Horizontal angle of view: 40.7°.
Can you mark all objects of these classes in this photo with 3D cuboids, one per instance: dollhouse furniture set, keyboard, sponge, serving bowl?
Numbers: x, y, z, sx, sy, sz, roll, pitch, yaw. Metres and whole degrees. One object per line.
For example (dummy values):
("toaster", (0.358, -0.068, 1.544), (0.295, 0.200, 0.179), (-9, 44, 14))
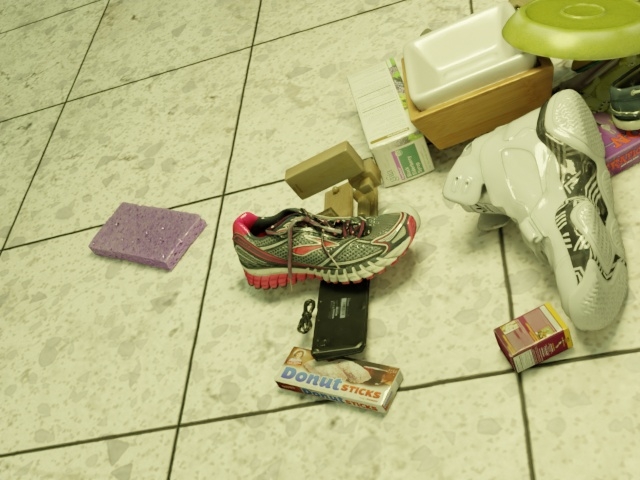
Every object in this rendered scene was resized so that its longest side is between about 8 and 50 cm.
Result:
("dollhouse furniture set", (0.025, -0.105, 1.388), (0.144, 0.151, 0.123), (-24, 39, 25))
("keyboard", (0.020, 0.109, 1.277), (0.108, 0.023, 0.180), (-9, 35, 13))
("sponge", (-0.321, -0.010, 1.590), (0.210, 0.031, 0.117), (10, 54, 34))
("serving bowl", (0.117, -0.031, 1.379), (0.083, 0.027, 0.083), (-15, 43, 15))

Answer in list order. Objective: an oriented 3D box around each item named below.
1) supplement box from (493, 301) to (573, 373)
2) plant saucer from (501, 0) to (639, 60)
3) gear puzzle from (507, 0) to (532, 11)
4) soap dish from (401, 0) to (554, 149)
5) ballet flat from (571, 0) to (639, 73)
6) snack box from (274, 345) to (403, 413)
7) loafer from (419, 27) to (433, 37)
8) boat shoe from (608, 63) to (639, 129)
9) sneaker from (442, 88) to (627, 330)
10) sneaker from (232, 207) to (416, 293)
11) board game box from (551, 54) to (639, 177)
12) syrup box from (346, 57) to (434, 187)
("supplement box", (0.277, 0.127, 1.121), (0.083, 0.043, 0.055), (-26, 41, 1))
("plant saucer", (0.399, -0.334, 1.312), (0.241, 0.037, 0.241), (-3, 32, 2))
("gear puzzle", (0.451, -0.458, 1.625), (0.339, 0.044, 0.175), (-37, 50, -5))
("soap dish", (0.257, -0.277, 1.441), (0.229, 0.118, 0.290), (-20, 28, 14))
("ballet flat", (0.517, -0.360, 1.458), (0.232, 0.073, 0.080), (-26, 5, -3))
("snack box", (0.024, 0.193, 1.205), (0.178, 0.022, 0.064), (7, 51, 33))
("loafer", (0.219, -0.364, 1.661), (0.045, 0.039, 0.125), (-48, 29, 29))
("boat shoe", (0.533, -0.260, 1.282), (0.255, 0.079, 0.095), (-30, 36, -6))
("sneaker", (0.296, -0.027, 1.207), (0.210, 0.137, 0.365), (-19, 54, 32))
("sneaker", (0.000, 0.000, 1.318), (0.299, 0.112, 0.121), (-10, 29, 21))
("board game box", (0.497, -0.221, 1.356), (0.347, 0.056, 0.208), (-29, 45, -2))
("syrup box", (0.120, -0.209, 1.507), (0.096, 0.093, 0.236), (-21, 42, 7))
